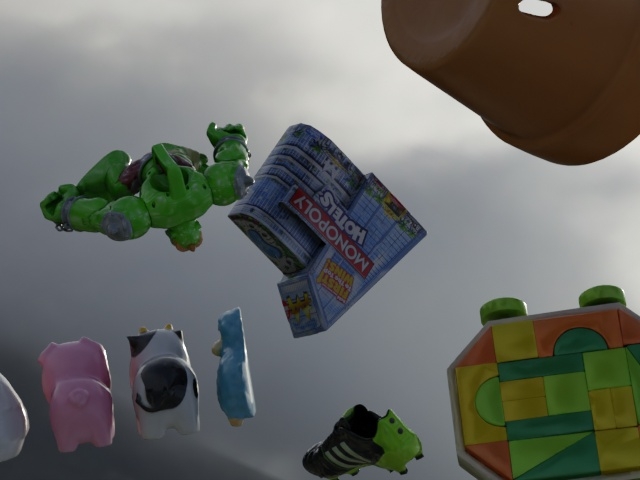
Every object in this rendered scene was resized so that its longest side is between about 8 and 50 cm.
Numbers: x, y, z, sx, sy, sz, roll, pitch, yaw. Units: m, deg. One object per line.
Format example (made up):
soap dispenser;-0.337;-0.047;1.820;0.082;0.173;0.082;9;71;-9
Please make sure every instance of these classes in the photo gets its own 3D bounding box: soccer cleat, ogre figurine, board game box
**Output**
soccer cleat;0.035;0.204;1.924;0.179;0.060;0.072;-15;-68;53
ogre figurine;-0.145;-0.047;1.693;0.197;0.097;0.118;-2;21;-23
board game box;0.000;0.000;2.059;0.194;0.194;0.060;46;-36;-21

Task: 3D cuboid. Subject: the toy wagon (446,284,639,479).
toy wagon;0.321;0.177;2.152;0.344;0.267;0.068;-8;-29;6

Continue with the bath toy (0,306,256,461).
bath toy;-0.249;0.159;2.076;0.348;0.129;0.151;-9;5;-10

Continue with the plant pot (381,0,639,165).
plant pot;0.195;-0.233;1.808;0.203;0.291;0.291;13;-4;-33
